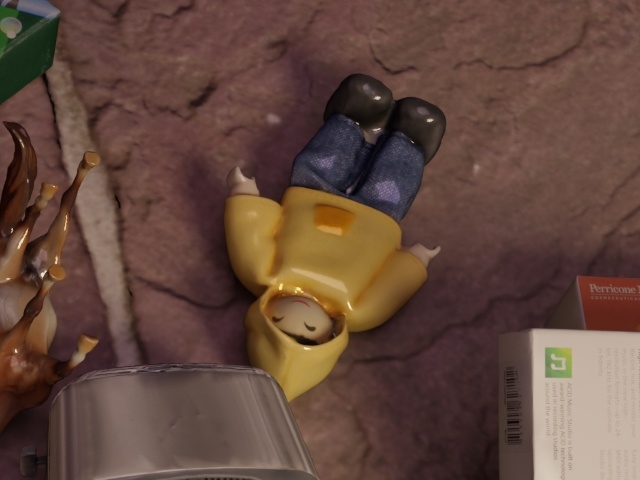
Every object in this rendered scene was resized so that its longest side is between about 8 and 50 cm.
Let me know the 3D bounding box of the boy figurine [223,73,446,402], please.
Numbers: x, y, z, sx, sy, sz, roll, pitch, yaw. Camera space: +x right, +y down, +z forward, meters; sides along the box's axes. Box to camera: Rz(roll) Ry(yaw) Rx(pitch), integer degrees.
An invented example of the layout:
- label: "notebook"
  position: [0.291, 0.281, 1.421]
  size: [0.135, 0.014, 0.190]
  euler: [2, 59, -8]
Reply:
- label: "boy figurine"
  position: [0.000, 0.000, 1.546]
  size: [0.177, 0.092, 0.285]
  euler: [26, 53, 0]

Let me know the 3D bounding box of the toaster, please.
- label: "toaster"
  position: [-0.092, 0.168, 1.375]
  size: [0.227, 0.129, 0.146]
  euler: [-3, 37, -14]

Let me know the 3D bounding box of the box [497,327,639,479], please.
- label: "box"
  position: [0.278, 0.182, 1.413]
  size: [0.322, 0.058, 0.232]
  euler: [3, 83, -22]

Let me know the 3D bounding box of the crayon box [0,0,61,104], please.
- label: "crayon box"
  position: [-0.387, -0.134, 1.534]
  size: [0.203, 0.083, 0.323]
  euler: [40, 58, 12]

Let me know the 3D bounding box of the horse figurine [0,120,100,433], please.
- label: "horse figurine"
  position: [-0.216, 0.041, 1.439]
  size: [0.066, 0.174, 0.263]
  euler: [16, 45, -26]

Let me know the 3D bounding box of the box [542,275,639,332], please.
- label: "box"
  position: [0.255, 0.123, 1.531]
  size: [0.130, 0.091, 0.170]
  euler: [2, 59, -13]
